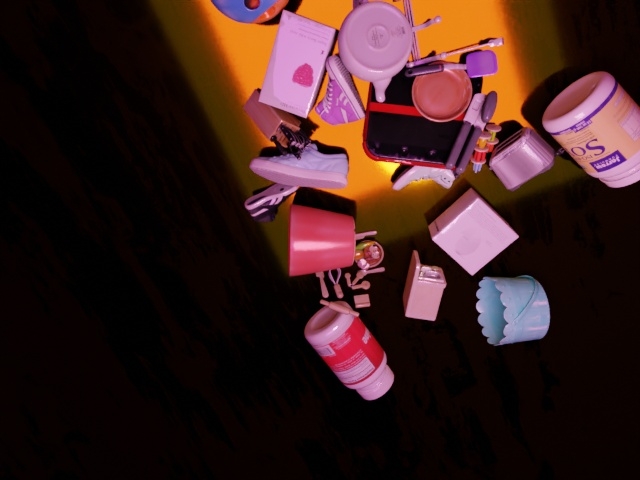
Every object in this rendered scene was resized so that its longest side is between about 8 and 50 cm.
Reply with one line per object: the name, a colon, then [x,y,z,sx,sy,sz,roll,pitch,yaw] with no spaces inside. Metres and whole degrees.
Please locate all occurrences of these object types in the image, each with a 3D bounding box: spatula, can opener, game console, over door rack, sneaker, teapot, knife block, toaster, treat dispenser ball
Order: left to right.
treat dispenser ball: [-0.220,-0.817,1.424,0.289,0.288,0.288,2,114,4]
sneaker: [-0.178,-0.146,1.840,0.217,0.079,0.121,-23,133,1]
knife block: [-0.156,-0.398,1.627,0.276,0.242,0.088,36,111,-10]
sneaker: [-0.074,-0.287,1.743,0.366,0.135,0.150,9,76,-2]
sneaker: [0.040,-0.489,1.590,0.161,0.102,0.282,-14,146,17]
teapot: [0.165,-0.628,1.510,0.253,0.187,0.255,28,92,-7]
game console: [0.352,-0.432,1.633,0.387,0.060,0.341,7,94,1]
sneaker: [0.398,-0.228,1.726,0.256,0.094,0.151,-35,99,15]
spatula: [0.426,-0.569,1.538,0.297,0.030,0.084,-5,91,3]
over door rack: [0.415,-0.713,1.497,0.325,0.108,0.239,-11,106,10]
can opener: [0.504,-0.364,1.554,0.076,0.095,0.283,24,87,-1]
toaster: [0.704,-0.290,1.634,0.146,0.129,0.227,42,137,-9]

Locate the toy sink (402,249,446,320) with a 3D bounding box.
toy sink: [0.419,0.177,1.875,0.131,0.152,0.234,8,113,2]

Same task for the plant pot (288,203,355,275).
plant pot: [0.000,0.000,1.791,0.243,0.275,0.274,1,114,-4]

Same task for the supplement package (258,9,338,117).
supplement package: [-0.073,-0.589,1.572,0.178,0.175,0.292,19,114,-4]

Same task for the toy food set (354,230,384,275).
toy food set: [0.191,0.060,1.905,0.133,0.038,0.191,-12,112,10]

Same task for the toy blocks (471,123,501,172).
toy blocks: [0.587,-0.326,1.671,0.054,0.123,0.148,30,140,32]

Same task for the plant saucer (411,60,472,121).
plant saucer: [0.406,-0.498,1.578,0.200,0.037,0.199,0,95,2]

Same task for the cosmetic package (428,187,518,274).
cosmetic package: [0.573,-0.035,1.774,0.224,0.138,0.225,41,112,-12]

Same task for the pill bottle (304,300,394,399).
pill bottle: [0.133,0.474,1.988,0.229,0.229,0.407,-31,108,17]

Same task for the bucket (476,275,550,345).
bucket: [0.744,0.267,1.824,0.183,0.281,0.281,-3,113,-3]

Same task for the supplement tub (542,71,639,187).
supplement tub: [0.932,-0.358,1.544,0.331,0.241,0.241,40,111,-11]

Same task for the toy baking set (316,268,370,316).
toy baking set: [0.084,0.200,1.902,0.256,0.196,0.030,15,149,6]
